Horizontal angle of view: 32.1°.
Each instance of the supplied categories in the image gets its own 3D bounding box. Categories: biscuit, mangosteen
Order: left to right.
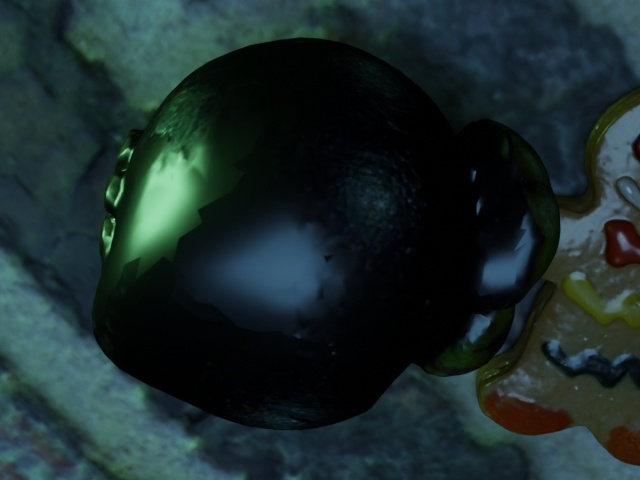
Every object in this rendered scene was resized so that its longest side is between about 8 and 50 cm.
[{"bbox_3d":[0.000,0.000,0.597,0.243,0.243,0.243,2,113,5],"label":"mangosteen"},{"bbox_3d":[0.187,0.025,0.680,0.165,0.036,0.250,13,113,0],"label":"biscuit"}]
